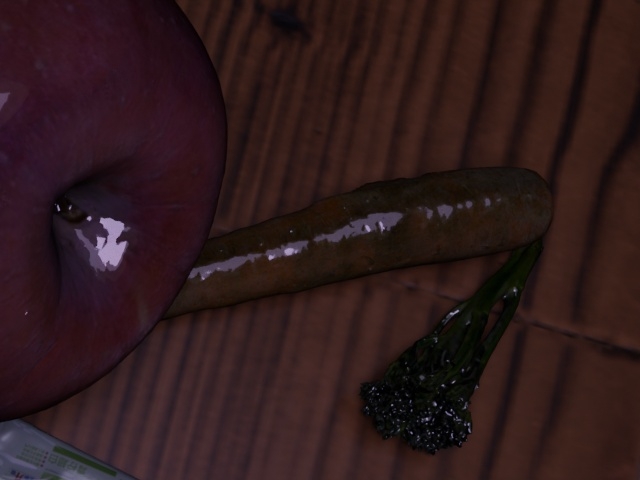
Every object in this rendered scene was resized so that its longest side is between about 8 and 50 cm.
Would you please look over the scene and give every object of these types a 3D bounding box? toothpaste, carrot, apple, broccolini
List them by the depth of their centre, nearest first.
[{"bbox_3d":[-0.203,-0.047,1.052,0.235,0.306,0.306,22,62,32],"label":"apple"},{"bbox_3d":[-0.128,0.168,1.138,0.197,0.029,0.048,24,67,-5],"label":"toothpaste"},{"bbox_3d":[0.000,0.001,1.212,0.342,0.070,0.070,-12,77,-17],"label":"carrot"},{"bbox_3d":[0.102,0.070,1.241,0.074,0.058,0.201,51,50,-13],"label":"broccolini"}]
